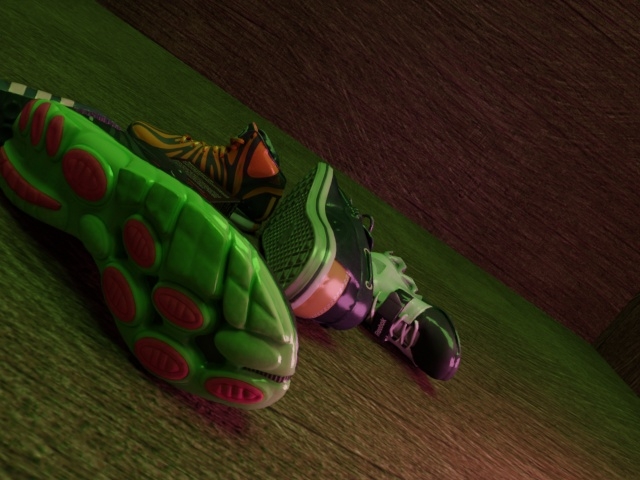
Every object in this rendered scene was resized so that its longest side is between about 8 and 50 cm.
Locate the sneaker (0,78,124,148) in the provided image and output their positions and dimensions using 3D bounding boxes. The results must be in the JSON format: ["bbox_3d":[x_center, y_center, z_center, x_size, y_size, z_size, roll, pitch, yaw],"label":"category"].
[{"bbox_3d":[-0.408,-0.170,0.878,0.131,0.112,0.319,32,6,25],"label":"sneaker"}]

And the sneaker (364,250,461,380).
[{"bbox_3d":[0.127,0.136,1.171,0.146,0.122,0.330,5,29,-31],"label":"sneaker"}]

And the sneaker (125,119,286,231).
[{"bbox_3d":[-0.205,-0.174,1.226,0.321,0.180,0.124,34,13,-7],"label":"sneaker"}]

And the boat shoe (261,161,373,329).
[{"bbox_3d":[0.000,0.000,1.159,0.156,0.186,0.500,37,17,-18],"label":"boat shoe"}]

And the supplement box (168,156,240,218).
[{"bbox_3d":[-0.244,-0.075,1.024,0.130,0.073,0.239,40,15,13],"label":"supplement box"}]

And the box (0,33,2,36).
[{"bbox_3d":[-0.681,-0.409,1.195,0.137,0.027,0.094,27,17,-32],"label":"box"}]

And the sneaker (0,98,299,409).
[{"bbox_3d":[-0.178,-0.011,0.738,0.483,0.185,0.202,43,19,25],"label":"sneaker"}]
